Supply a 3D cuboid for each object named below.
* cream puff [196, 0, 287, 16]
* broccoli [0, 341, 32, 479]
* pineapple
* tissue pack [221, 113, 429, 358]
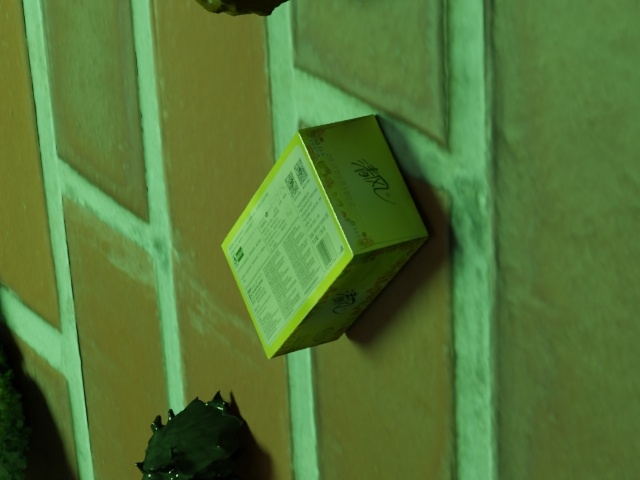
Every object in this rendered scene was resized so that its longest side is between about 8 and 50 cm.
[{"bbox_3d":[-0.051,-0.202,1.249,0.116,0.122,0.094,-50,52,5],"label":"cream puff"},{"bbox_3d":[-0.458,0.165,2.052,0.277,0.317,0.338,134,147,-57],"label":"broccoli"},{"bbox_3d":[-0.128,0.252,1.634,0.158,0.158,0.279,51,133,36],"label":"pineapple"},{"bbox_3d":[0.000,0.000,1.325,0.095,0.062,0.176,66,152,18],"label":"tissue pack"}]
